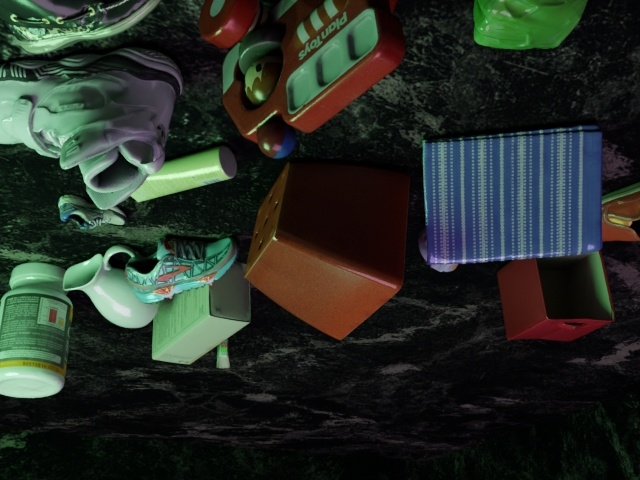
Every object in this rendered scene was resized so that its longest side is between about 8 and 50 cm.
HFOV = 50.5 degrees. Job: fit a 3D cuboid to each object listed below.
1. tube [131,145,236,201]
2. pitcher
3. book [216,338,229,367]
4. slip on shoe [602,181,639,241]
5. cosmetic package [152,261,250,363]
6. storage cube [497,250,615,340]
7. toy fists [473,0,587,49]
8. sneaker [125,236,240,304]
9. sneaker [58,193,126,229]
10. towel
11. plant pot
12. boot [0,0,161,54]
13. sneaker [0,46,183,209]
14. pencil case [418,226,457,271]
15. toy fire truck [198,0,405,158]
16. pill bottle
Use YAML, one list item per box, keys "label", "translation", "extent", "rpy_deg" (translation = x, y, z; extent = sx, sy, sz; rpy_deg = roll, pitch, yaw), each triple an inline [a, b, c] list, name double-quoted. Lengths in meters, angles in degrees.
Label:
- label: "tube"
  translation: [-0.272, -0.121, 1.258]
  extent: [0.240, 0.062, 0.070]
  rpy_deg: [-12, 106, 23]
- label: "pitcher"
  translation: [-0.457, 0.106, 1.574]
  extent: [0.178, 0.125, 0.207]
  rpy_deg: [-32, 132, 15]
- label: "book"
  translation: [-0.259, 0.259, 1.824]
  extent: [0.035, 0.144, 0.096]
  rpy_deg: [1, 149, -10]
- label: "slip on shoe"
  translation: [0.656, -0.042, 1.470]
  extent: [0.123, 0.101, 0.331]
  rpy_deg: [22, 143, -40]
- label: "cosmetic package"
  translation: [-0.299, 0.178, 1.668]
  extent: [0.113, 0.160, 0.309]
  rpy_deg: [16, 145, -34]
- label: "storage cube"
  translation: [0.567, 0.130, 1.656]
  extent: [0.184, 0.214, 0.193]
  rpy_deg: [3, 156, -13]
- label: "toy fists"
  translation: [0.292, -0.363, 0.871]
  extent: [0.142, 0.096, 0.279]
  rpy_deg: [-3, 150, -22]
- label: "sneaker"
  translation: [-0.306, 0.046, 1.484]
  extent: [0.262, 0.104, 0.125]
  rpy_deg: [-24, 123, 3]
- label: "sneaker"
  translation: [-0.457, -0.044, 1.356]
  extent: [0.135, 0.058, 0.052]
  rpy_deg: [13, 146, -29]
- label: "towel"
  translation: [0.360, -0.084, 1.266]
  extent: [0.336, 0.243, 0.040]
  rpy_deg: [-4, -169, 1]
- label: "plant pot"
  translation: [0.000, 0.000, 1.318]
  extent: [0.236, 0.267, 0.267]
  rpy_deg: [19, 144, -16]
- label: "boot"
  translation: [-0.327, -0.336, 0.840]
  extent: [0.237, 0.085, 0.178]
  rpy_deg: [-13, 147, 16]
- label: "sneaker"
  translation: [-0.388, -0.159, 1.012]
  extent: [0.366, 0.210, 0.137]
  rpy_deg: [-9, 150, 8]
- label: "pencil case"
  translation: [0.324, -0.036, 1.412]
  extent: [0.114, 0.124, 0.273]
  rpy_deg: [13, 147, -28]
- label: "toy fire truck"
  translation: [-0.029, -0.244, 0.869]
  extent: [0.169, 0.253, 0.302]
  rpy_deg: [22, 141, -38]
- label: "pill bottle"
  translation: [-0.649, 0.201, 1.536]
  extent: [0.162, 0.278, 0.162]
  rpy_deg: [-3, 150, -2]
